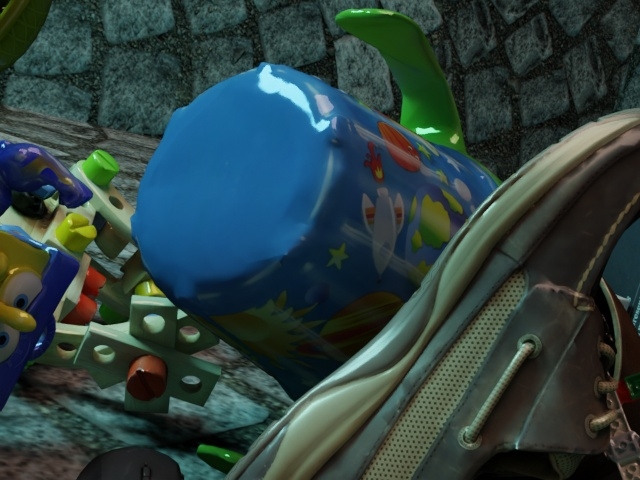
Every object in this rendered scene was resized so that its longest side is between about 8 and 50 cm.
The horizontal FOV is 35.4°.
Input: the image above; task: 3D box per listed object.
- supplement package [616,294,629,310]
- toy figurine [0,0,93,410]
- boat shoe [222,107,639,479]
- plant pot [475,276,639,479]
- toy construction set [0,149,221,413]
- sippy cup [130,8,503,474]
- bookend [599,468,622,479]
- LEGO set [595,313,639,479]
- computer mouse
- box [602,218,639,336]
[{"bbox_3d":[0.206,0.084,1.168,0.139,0.134,0.244,9,11,-35],"label":"supplement package"},{"bbox_3d":[-0.238,-0.006,0.617,0.191,0.363,0.217,13,-19,35],"label":"toy figurine"},{"bbox_3d":[0.096,0.081,0.559,0.130,0.355,0.132,42,-6,16],"label":"boat shoe"},{"bbox_3d":[0.180,0.119,0.820,0.215,0.215,0.230,24,-2,40],"label":"plant pot"},{"bbox_3d":[-0.191,0.037,0.842,0.215,0.151,0.328,38,8,-23],"label":"toy construction set"},{"bbox_3d":[0.000,0.000,0.697,0.224,0.240,0.306,32,35,-49],"label":"sippy cup"},{"bbox_3d":[0.224,0.218,0.621,0.156,0.072,0.157,21,11,31],"label":"bookend"},{"bbox_3d":[0.182,0.145,0.568,0.182,0.244,0.060,25,-15,34],"label":"LEGO set"},{"bbox_3d":[-0.094,0.165,0.524,0.071,0.041,0.242,13,11,-17],"label":"computer mouse"},{"bbox_3d":[0.583,0.115,1.106,0.479,0.298,0.472,13,11,-18],"label":"box"}]
